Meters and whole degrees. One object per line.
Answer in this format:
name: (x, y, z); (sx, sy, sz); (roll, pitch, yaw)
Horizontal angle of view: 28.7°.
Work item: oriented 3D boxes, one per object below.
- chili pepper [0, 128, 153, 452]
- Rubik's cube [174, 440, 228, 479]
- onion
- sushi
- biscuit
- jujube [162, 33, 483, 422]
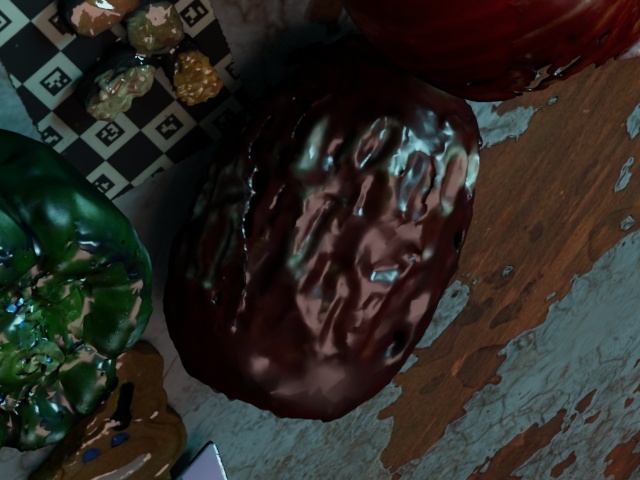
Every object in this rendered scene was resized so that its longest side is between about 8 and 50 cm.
chili pepper: (-0.283, 0.031, 0.966); (0.248, 0.256, 0.233); (9, 117, -47)
Rubik's cube: (-0.189, 0.340, 1.474); (0.178, 0.211, 0.190); (-13, 107, -32)
onion: (0.151, -0.284, 0.971); (0.341, 0.341, 0.341); (-23, 140, -21)
sushi: (-0.156, -0.141, 1.071); (0.192, 0.043, 0.279); (-31, 142, -11)
biscuit: (-0.230, 0.232, 1.394); (0.183, 0.047, 0.320); (-11, 133, -37)
jujube: (0.000, 0.000, 1.183); (0.258, 0.258, 0.377); (3, 125, -42)
